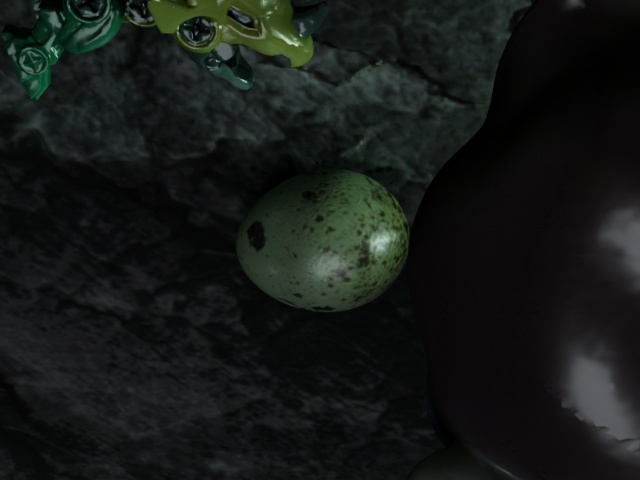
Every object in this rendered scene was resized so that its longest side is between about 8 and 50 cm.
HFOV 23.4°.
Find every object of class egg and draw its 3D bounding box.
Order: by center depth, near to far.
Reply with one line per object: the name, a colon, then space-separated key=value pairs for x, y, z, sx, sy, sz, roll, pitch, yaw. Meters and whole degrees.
egg: x=0.000 y=0.000 z=0.916 sx=0.110 sy=0.085 sz=0.085 roll=-1 pitch=138 yaw=36

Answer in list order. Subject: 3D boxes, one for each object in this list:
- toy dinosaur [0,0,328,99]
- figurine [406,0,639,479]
toy dinosaur: x=-0.111 y=-0.176 z=0.753 sx=0.153 sy=0.094 sz=0.259 roll=-22 pitch=116 yaw=15
figurine: x=0.128 y=-0.045 z=0.621 sx=0.206 sy=0.365 sz=0.218 roll=0 pitch=136 yaw=-4
